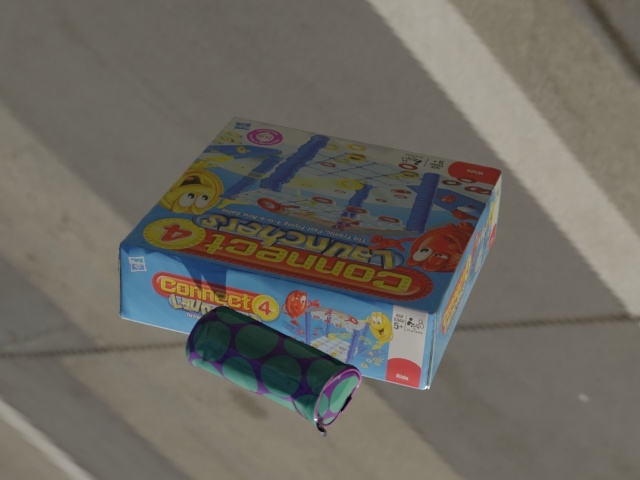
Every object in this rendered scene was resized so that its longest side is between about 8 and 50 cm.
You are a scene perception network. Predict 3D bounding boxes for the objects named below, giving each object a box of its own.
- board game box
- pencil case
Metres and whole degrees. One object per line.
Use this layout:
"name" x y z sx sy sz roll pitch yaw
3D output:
"board game box" 0.000 0.000 1.438 0.308 0.302 0.086 12 121 13
"pencil case" -0.043 0.111 1.270 0.152 0.064 0.070 24 157 26
